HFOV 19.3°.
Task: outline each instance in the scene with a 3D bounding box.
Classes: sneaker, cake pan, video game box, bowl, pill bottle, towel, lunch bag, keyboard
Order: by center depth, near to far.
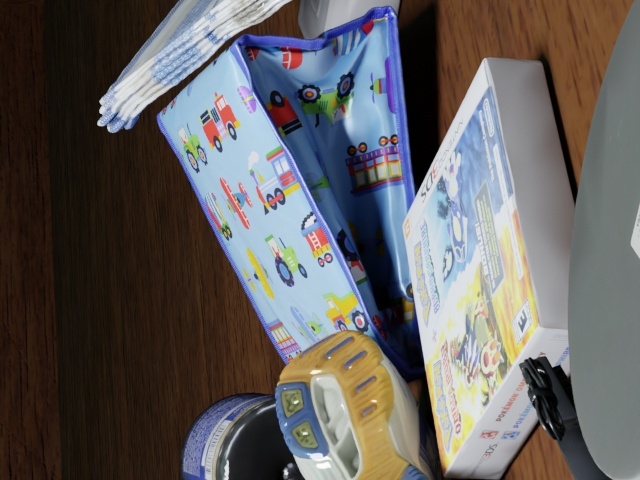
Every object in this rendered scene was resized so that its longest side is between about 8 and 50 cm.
[{"bbox_3d":[0.176,-0.012,0.867,0.293,0.054,0.293,-172,90,-82],"label":"cake pan"},{"bbox_3d":[0.141,0.111,0.980,0.108,0.023,0.180,54,-174,-18],"label":"keyboard"},{"bbox_3d":[0.109,0.019,1.196,0.187,0.048,0.205,110,158,-52],"label":"video game box"},{"bbox_3d":[0.056,0.195,1.241,0.131,0.112,0.296,48,-155,-40],"label":"sneaker"},{"bbox_3d":[0.000,0.000,1.435,0.221,0.138,0.293,152,103,-68],"label":"lunch bag"},{"bbox_3d":[-0.053,-0.208,1.503,0.285,0.034,0.209,-34,18,37],"label":"towel"},{"bbox_3d":[0.021,-0.201,1.549,0.142,0.053,0.142,-111,28,-58],"label":"bowl"},{"bbox_3d":[-0.050,0.190,1.582,0.219,0.123,0.122,171,102,-74],"label":"pill bottle"}]
